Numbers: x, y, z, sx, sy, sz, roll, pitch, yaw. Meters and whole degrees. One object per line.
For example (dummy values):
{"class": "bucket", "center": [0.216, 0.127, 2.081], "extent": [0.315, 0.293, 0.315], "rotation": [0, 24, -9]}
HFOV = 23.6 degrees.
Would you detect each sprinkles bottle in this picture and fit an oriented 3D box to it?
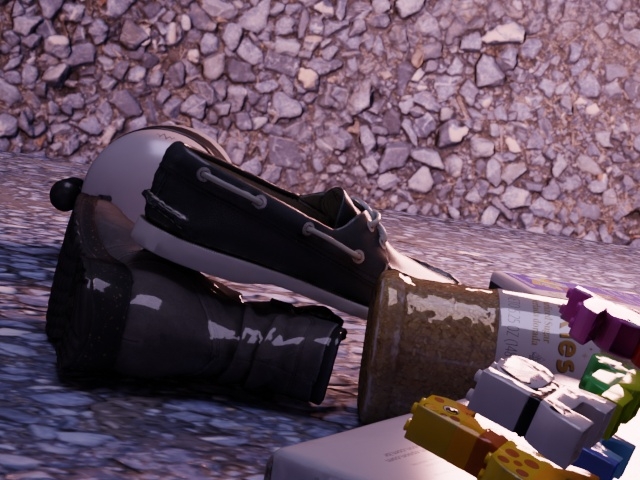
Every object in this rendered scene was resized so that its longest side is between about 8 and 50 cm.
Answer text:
{"class": "sprinkles bottle", "center": [0.209, 0.106, 1.156], "extent": [0.355, 0.121, 0.121], "rotation": [8, 6, -1]}

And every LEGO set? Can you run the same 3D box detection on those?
{"class": "LEGO set", "center": [0.102, 0.082, 0.752], "extent": [0.093, 0.087, 0.227], "rotation": [27, 16, 20]}

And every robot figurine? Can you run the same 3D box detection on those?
{"class": "robot figurine", "center": [-0.183, -0.046, 1.786], "extent": [0.209, 0.173, 0.278], "rotation": [-34, 4, 4]}

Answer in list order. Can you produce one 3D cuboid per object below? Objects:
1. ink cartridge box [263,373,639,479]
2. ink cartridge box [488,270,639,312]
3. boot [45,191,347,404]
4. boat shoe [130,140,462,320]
{"class": "ink cartridge box", "center": [0.191, 0.161, 0.835], "extent": [0.330, 0.071, 0.324], "rotation": [16, 12, 35]}
{"class": "ink cartridge box", "center": [0.365, 0.103, 1.689], "extent": [0.307, 0.072, 0.303], "rotation": [10, 5, -9]}
{"class": "boot", "center": [-0.109, 0.059, 1.286], "extent": [0.223, 0.118, 0.338], "rotation": [12, 15, -15]}
{"class": "boat shoe", "center": [0.000, 0.000, 1.239], "extent": [0.302, 0.091, 0.114], "rotation": [15, 11, -31]}
